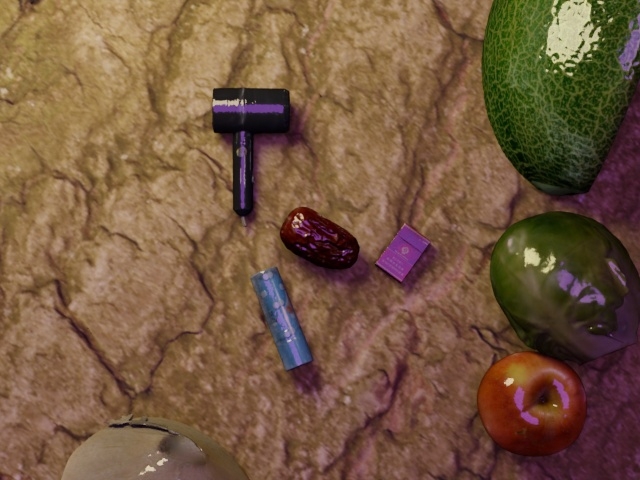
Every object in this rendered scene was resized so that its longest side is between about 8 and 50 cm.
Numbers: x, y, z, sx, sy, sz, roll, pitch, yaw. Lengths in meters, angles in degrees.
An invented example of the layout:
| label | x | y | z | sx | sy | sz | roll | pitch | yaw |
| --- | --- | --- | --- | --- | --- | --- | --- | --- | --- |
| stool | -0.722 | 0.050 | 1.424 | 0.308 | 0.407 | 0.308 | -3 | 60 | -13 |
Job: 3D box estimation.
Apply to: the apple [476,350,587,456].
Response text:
| label | x | y | z | sx | sy | sz | roll | pitch | yaw |
| --- | --- | --- | --- | --- | --- | --- | --- | --- | --- |
| apple | 0.315 | 0.246 | 1.823 | 0.163 | 0.139 | 0.163 | 3 | 76 | -11 |

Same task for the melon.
| label | x | y | z | sx | sy | sz | roll | pitch | yaw |
| --- | --- | --- | --- | --- | --- | --- | --- | --- | --- |
| melon | 0.390 | -0.249 | 1.855 | 0.331 | 0.226 | 0.344 | 7 | 80 | 40 |

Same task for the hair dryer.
| label | x | y | z | sx | sy | sz | roll | pitch | yaw |
| --- | --- | --- | --- | --- | --- | --- | --- | --- | --- |
| hair dryer | -0.110 | -0.131 | 1.901 | 0.124 | 0.071 | 0.219 | 2 | 89 | -1 |

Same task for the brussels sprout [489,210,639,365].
| label | x | y | z | sx | sy | sz | roll | pitch | yaw |
| --- | --- | --- | --- | --- | --- | --- | --- | --- | --- |
| brussels sprout | 0.366 | 0.068 | 1.800 | 0.244 | 0.244 | 0.244 | 0 | 83 | -1 |

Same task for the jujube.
| label | x | y | z | sx | sy | sz | roll | pitch | yaw |
| --- | --- | --- | --- | --- | --- | --- | --- | --- | --- |
| jujube | 0.000 | 0.000 | 1.881 | 0.129 | 0.077 | 0.077 | 27 | 83 | -8 |

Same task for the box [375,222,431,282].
| label | x | y | z | sx | sy | sz | roll | pitch | yaw |
| --- | --- | --- | --- | --- | --- | --- | --- | --- | --- |
| box | 0.129 | 0.020 | 1.902 | 0.051 | 0.023 | 0.082 | 36 | 84 | 3 |

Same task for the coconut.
| label | x | y | z | sx | sy | sz | roll | pitch | yaw |
| --- | --- | --- | --- | --- | --- | --- | --- | --- | --- |
| coconut | -0.236 | 0.401 | 1.695 | 0.323 | 0.323 | 0.323 | 0 | 83 | -1 |

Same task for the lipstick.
| label | x | y | z | sx | sy | sz | roll | pitch | yaw |
| --- | --- | --- | --- | --- | --- | --- | --- | --- | --- |
| lipstick | -0.060 | 0.121 | 1.875 | 0.048 | 0.048 | 0.158 | -21 | 83 | -3 |
